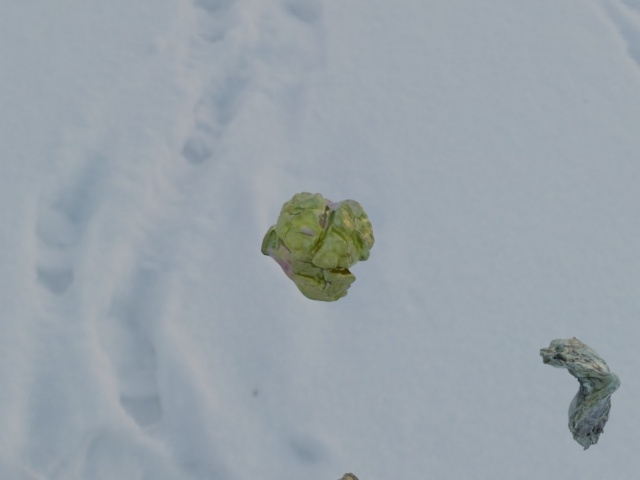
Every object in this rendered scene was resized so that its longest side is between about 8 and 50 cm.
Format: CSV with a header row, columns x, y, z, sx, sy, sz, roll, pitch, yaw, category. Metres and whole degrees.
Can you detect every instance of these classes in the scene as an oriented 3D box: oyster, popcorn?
x,y,z,sx,sy,sz,roll,pitch,yaw,category
0.334,0.182,1.361,0.087,0.252,0.199,-11,44,11,oyster
0.000,0.000,1.249,0.125,0.126,0.145,37,4,-21,popcorn

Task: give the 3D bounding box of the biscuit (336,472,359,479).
x,y,z,sx,sy,sz,roll,pitch,yaw,category
0.064,0.415,1.514,0.168,0.070,0.082,47,39,5,biscuit
